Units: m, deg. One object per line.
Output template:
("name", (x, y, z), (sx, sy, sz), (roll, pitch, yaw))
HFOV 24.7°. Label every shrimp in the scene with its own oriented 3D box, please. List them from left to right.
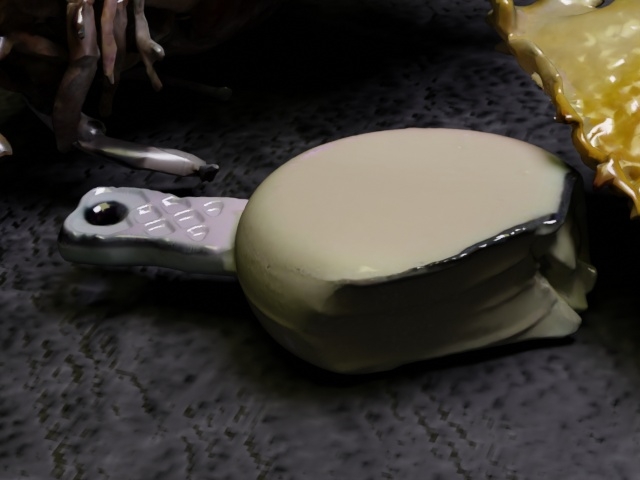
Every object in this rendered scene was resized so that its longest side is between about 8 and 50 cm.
("shrimp", (-0.097, -0.091, 0.539), (0.116, 0.145, 0.343), (-3, 27, 28))

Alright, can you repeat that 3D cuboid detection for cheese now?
("cheese", (0.001, 0.004, 0.460), (0.171, 0.047, 0.092), (-6, 32, -1))

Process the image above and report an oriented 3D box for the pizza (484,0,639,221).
("pizza", (0.181, -0.022, 0.428), (0.297, 0.071, 0.189), (10, 63, 19))
